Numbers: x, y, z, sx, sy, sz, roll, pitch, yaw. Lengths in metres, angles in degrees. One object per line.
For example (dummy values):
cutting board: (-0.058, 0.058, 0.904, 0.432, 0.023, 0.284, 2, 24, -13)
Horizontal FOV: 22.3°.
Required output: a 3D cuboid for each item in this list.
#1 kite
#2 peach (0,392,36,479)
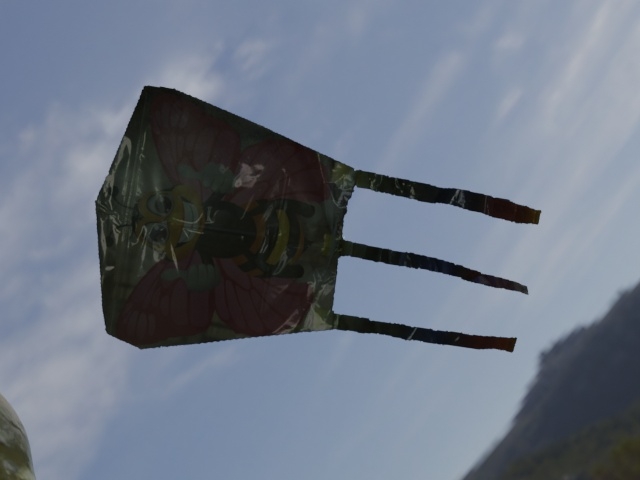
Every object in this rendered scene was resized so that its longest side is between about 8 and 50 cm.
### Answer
kite: (0.001, 0.000, 1.281, 0.022, 0.360, 0.204, -167, 84, -77)
peach: (-0.446, 0.243, 1.671, 0.314, 0.282, 0.315, -19, -33, 20)
